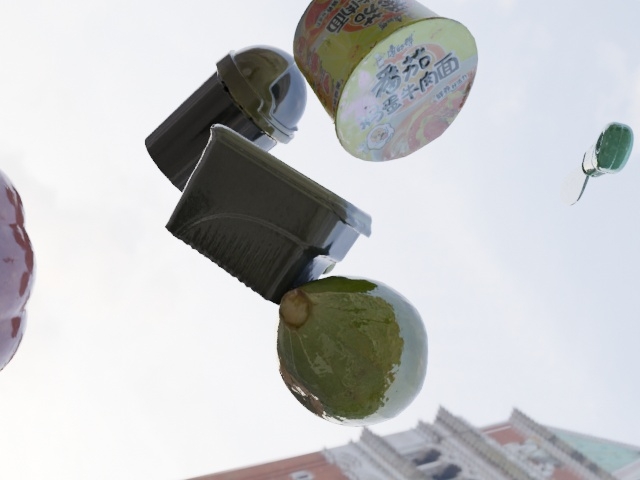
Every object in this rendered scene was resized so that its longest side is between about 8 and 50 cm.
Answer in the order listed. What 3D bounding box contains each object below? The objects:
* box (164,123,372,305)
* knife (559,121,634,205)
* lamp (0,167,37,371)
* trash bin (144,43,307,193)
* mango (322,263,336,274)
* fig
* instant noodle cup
[{"bbox_3d":[-0.078,-0.027,1.397,0.274,0.138,0.178,34,-86,25],"label":"box"},{"bbox_3d":[0.310,-0.075,1.127,0.034,0.260,0.063,14,-101,3],"label":"knife"},{"bbox_3d":[-0.427,0.028,0.937,0.305,0.239,0.305,1,-88,28],"label":"lamp"},{"bbox_3d":[-0.168,-0.241,1.910,0.334,0.214,0.214,-41,-121,10],"label":"trash bin"},{"bbox_3d":[0.000,0.000,1.787,0.101,0.066,0.187,-50,-151,18],"label":"mango"},{"bbox_3d":[0.029,0.148,1.331,0.207,0.230,0.207,-46,-143,51],"label":"fig"},{"bbox_3d":[0.087,-0.285,1.530,0.200,0.264,0.264,53,-54,36],"label":"instant noodle cup"}]
